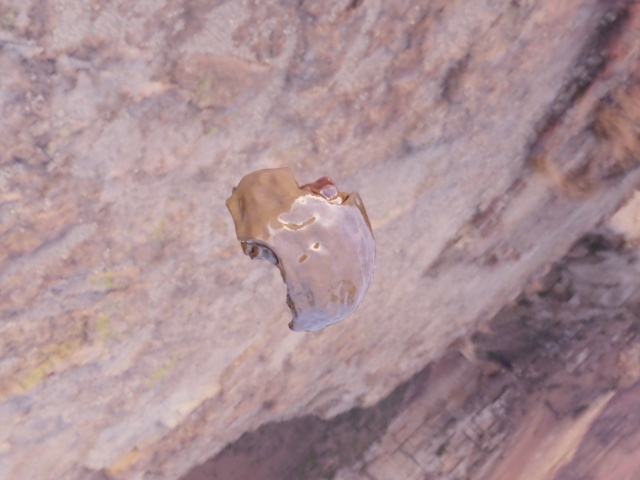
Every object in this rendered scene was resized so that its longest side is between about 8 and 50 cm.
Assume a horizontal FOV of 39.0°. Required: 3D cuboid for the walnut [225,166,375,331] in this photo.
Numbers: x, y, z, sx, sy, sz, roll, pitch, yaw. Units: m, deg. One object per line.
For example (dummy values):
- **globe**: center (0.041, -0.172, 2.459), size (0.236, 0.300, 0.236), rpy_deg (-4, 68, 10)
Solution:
- **walnut**: center (-0.001, 0.010, 1.186), size (0.141, 0.204, 0.238), rpy_deg (-19, 158, 28)
